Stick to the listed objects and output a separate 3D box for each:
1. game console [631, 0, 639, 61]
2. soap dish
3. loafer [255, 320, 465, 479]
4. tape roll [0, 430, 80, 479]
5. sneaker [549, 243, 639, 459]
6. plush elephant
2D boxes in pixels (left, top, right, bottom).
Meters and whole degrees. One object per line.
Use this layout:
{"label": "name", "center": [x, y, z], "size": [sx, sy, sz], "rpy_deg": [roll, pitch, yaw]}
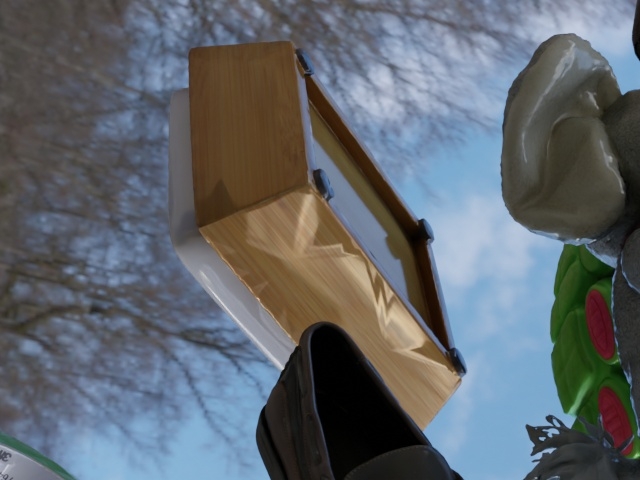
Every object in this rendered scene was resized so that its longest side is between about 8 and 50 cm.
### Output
{"label": "game console", "center": [0.376, -0.210, 0.866], "size": [0.173, 0.293, 0.250], "rpy_deg": [115, -10, -66]}
{"label": "soap dish", "center": [0.000, 0.000, 1.073], "size": [0.118, 0.291, 0.229], "rpy_deg": [-27, -142, 15]}
{"label": "loafer", "center": [0.029, 0.134, 0.758], "size": [0.267, 0.096, 0.084], "rpy_deg": [-134, -128, -58]}
{"label": "tape roll", "center": [-0.338, 0.328, 1.570], "size": [0.077, 0.321, 0.321], "rpy_deg": [-53, -130, 1]}
{"label": "sneaker", "center": [0.342, 0.161, 1.089], "size": [0.185, 0.202, 0.483], "rpy_deg": [-41, -110, 57]}
{"label": "plush elephant", "center": [0.245, 0.000, 0.780], "size": [0.330, 0.272, 0.255], "rpy_deg": [-24, -125, 29]}
